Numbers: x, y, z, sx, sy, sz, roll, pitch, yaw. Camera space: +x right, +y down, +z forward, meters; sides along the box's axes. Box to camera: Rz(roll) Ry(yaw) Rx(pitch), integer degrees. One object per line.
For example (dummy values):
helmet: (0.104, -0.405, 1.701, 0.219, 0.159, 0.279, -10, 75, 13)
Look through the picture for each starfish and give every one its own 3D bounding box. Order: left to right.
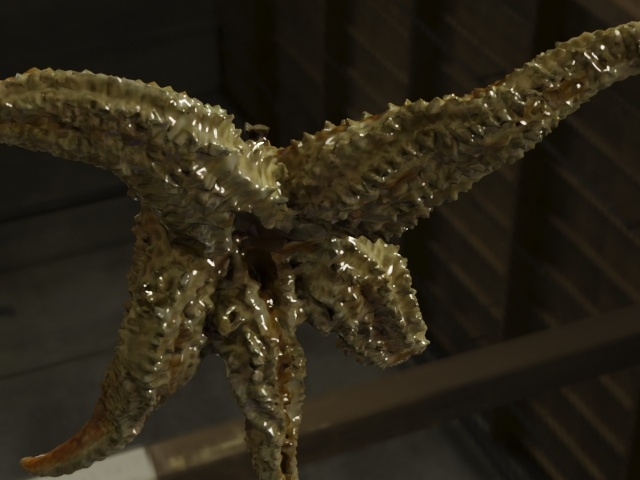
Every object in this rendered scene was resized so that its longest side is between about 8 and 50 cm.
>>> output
starfish: (-0.010, 0.013, 0.622, 0.293, 0.301, 0.084, 97, -22, -49)
